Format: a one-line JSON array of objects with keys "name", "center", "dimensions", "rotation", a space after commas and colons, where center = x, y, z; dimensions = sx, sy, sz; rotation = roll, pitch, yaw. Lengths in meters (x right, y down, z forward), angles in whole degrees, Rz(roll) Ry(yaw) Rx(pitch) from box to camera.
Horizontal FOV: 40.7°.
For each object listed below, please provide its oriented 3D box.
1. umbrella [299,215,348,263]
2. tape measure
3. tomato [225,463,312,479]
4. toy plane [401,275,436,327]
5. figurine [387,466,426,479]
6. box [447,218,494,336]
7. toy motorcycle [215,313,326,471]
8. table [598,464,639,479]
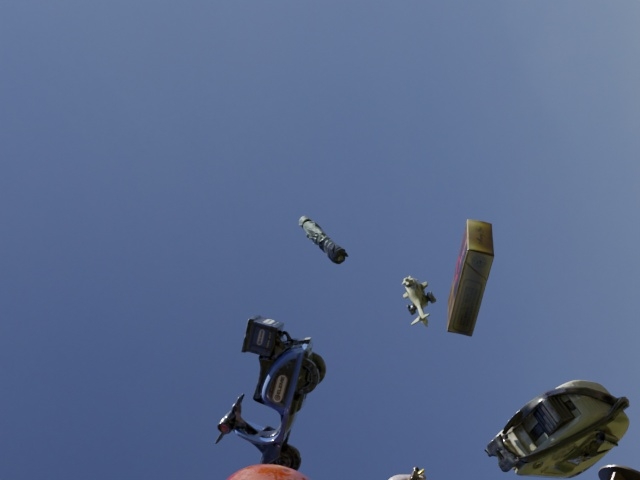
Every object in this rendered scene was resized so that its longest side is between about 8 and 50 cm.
[{"name": "umbrella", "center": [0.000, 0.000, 2.125], "dimensions": [0.046, 0.188, 0.050], "rotation": [12, -68, -41]}, {"name": "tape measure", "center": [0.507, 0.389, 1.769], "dimensions": [0.271, 0.231, 0.133], "rotation": [16, -149, -38]}, {"name": "tomato", "center": [-0.114, 0.573, 1.731], "dimensions": [0.265, 0.265, 0.264], "rotation": [11, -103, -56]}, {"name": "toy plane", "center": [0.295, 0.184, 2.617], "dimensions": [0.108, 0.092, 0.286], "rotation": [55, -167, -25]}, {"name": "figurine", "center": [0.181, 0.578, 1.926], "dimensions": [0.137, 0.229, 0.112], "rotation": [-32, -99, -21]}, {"name": "box", "center": [0.360, 0.090, 2.081], "dimensions": [0.159, 0.071, 0.240], "rotation": [-70, -10, -58]}, {"name": "toy motorcycle", "center": [-0.117, 0.365, 1.976], "dimensions": [0.125, 0.213, 0.358], "rotation": [-12, -63, -79]}, {"name": "table", "center": [0.826, 0.766, 2.401], "dimensions": [0.226, 0.167, 0.167], "rotation": [-57, -48, -32]}]
